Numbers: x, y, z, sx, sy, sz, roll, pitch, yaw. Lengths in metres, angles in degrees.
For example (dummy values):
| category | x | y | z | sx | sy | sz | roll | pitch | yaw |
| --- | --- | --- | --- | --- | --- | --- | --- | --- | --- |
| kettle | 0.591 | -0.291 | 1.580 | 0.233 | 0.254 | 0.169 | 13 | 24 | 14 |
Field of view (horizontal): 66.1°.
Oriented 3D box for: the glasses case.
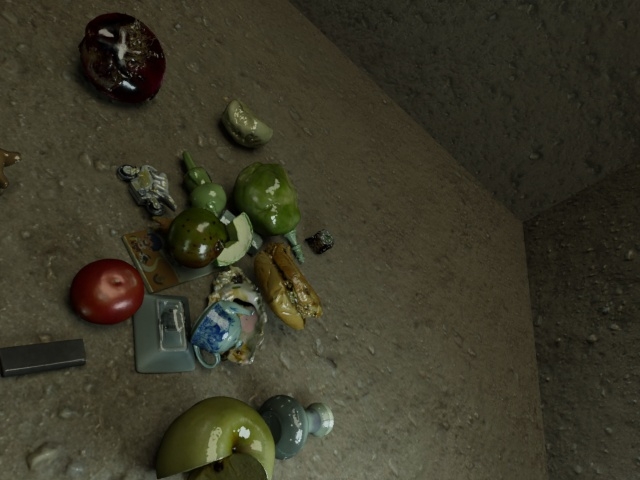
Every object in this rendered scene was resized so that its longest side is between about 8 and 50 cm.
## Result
| category | x | y | z | sx | sy | sz | roll | pitch | yaw |
| --- | --- | --- | --- | --- | --- | --- | --- | --- | --- |
| glasses case | -0.688 | 0.290 | 1.223 | 0.190 | 0.042 | 0.072 | 1 | 54 | -44 |

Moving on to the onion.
| category | x | y | z | sx | sy | sz | roll | pitch | yaw |
| --- | --- | --- | --- | --- | --- | --- | --- | --- | --- |
| onion | -0.709 | -0.643 | 1.767 | 0.314 | 0.232 | 0.314 | 4 | 84 | -45 |

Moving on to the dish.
| category | x | y | z | sx | sy | sz | roll | pitch | yaw |
| --- | --- | --- | --- | --- | --- | --- | --- | --- | --- |
| dish | -0.449 | 0.260 | 1.451 | 0.182 | 0.080 | 0.243 | 9 | 55 | -40 |

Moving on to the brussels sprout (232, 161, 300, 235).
| category | x | y | z | sx | sy | sz | roll | pitch | yaw |
| --- | --- | --- | --- | --- | --- | --- | --- | --- | --- |
| brussels sprout | -0.200 | -0.168 | 1.881 | 0.273 | 0.242 | 0.317 | 37 | 34 | -30 |

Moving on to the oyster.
| category | x | y | z | sx | sy | sz | roll | pitch | yaw |
| --- | --- | --- | --- | --- | --- | --- | --- | --- | --- |
| oyster | -0.276 | 0.248 | 1.625 | 0.201 | 0.107 | 0.354 | 5 | 60 | -4 |

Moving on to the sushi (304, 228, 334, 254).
| category | x | y | z | sx | sy | sz | roll | pitch | yaw |
| --- | --- | --- | --- | --- | --- | --- | --- | --- | --- |
| sushi | 0.001 | 0.001 | 2.080 | 0.098 | 0.084 | 0.094 | 51 | 37 | -7 |

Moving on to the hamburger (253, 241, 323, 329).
| category | x | y | z | sx | sy | sz | roll | pitch | yaw |
| --- | --- | --- | --- | --- | --- | --- | --- | --- | --- |
| hamburger | -0.113 | 0.162 | 1.721 | 0.319 | 0.158 | 0.318 | 62 | 0 | -1 |

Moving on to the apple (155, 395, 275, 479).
| category | x | y | z | sx | sy | sz | roll | pitch | yaw |
| --- | --- | --- | --- | --- | --- | --- | --- | --- | --- |
| apple | -0.268 | 0.539 | 1.282 | 0.295 | 0.258 | 0.233 | 36 | 41 | -25 |

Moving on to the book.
| category | x | y | z | sx | sy | sz | roll | pitch | yaw |
| --- | --- | --- | --- | --- | --- | --- | --- | --- | --- |
| book | -0.479 | 0.043 | 1.629 | 0.295 | 0.020 | 0.208 | -20 | 76 | -50 |

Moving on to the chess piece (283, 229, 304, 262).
| category | x | y | z | sx | sy | sz | roll | pitch | yaw |
| --- | --- | --- | --- | --- | --- | --- | --- | --- | --- |
| chess piece | -0.099 | 0.022 | 1.992 | 0.059 | 0.059 | 0.149 | -20 | 82 | -50 |

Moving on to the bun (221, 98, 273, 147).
| category | x | y | z | sx | sy | sz | roll | pitch | yaw |
| --- | --- | --- | --- | --- | --- | --- | --- | --- | --- |
| bun | -0.320 | -0.485 | 2.088 | 0.229 | 0.145 | 0.229 | 39 | 7 | -6 |

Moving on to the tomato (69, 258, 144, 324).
| category | x | y | z | sx | sy | sz | roll | pitch | yaw |
| --- | --- | --- | --- | --- | --- | --- | --- | --- | --- |
| tomato | -0.584 | 0.139 | 1.361 | 0.195 | 0.136 | 0.195 | 25 | 48 | -30 |

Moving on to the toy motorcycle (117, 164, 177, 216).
| category | x | y | z | sx | sy | sz | roll | pitch | yaw |
| --- | --- | --- | --- | --- | --- | --- | --- | --- | --- |
| toy motorcycle | -0.572 | -0.180 | 1.662 | 0.229 | 0.074 | 0.151 | 48 | 44 | 9 |

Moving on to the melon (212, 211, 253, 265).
| category | x | y | z | sx | sy | sz | roll | pitch | yaw |
| --- | --- | --- | --- | --- | --- | --- | --- | --- | --- |
| melon | -0.311 | 0.008 | 1.723 | 0.118 | 0.064 | 0.209 | 51 | 56 | -14 |

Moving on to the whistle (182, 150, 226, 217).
| category | x | y | z | sx | sy | sz | roll | pitch | yaw |
| --- | --- | --- | --- | --- | --- | --- | --- | --- | --- |
| whistle | -0.446 | -0.192 | 1.777 | 0.294 | 0.141 | 0.141 | 46 | 36 | 22 |

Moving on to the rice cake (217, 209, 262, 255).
| category | x | y | z | sx | sy | sz | roll | pitch | yaw |
| --- | --- | --- | --- | --- | --- | --- | --- | --- | --- |
| rice cake | -0.303 | -0.032 | 1.820 | 0.206 | 0.063 | 0.069 | 42 | 46 | -14 |

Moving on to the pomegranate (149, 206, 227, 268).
| category | x | y | z | sx | sy | sz | roll | pitch | yaw |
| --- | --- | --- | --- | --- | --- | --- | --- | --- | --- |
| pomegranate | -0.424 | -0.017 | 1.570 | 0.246 | 0.198 | 0.198 | 21 | 48 | -16 |

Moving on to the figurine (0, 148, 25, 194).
| category | x | y | z | sx | sy | sz | roll | pitch | yaw |
| --- | --- | --- | --- | --- | --- | --- | --- | --- | --- |
| figurine | -0.911 | -0.160 | 1.231 | 0.247 | 0.177 | 0.173 | 23 | 29 | -41 |

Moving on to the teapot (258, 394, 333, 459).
| category | x | y | z | sx | sy | sz | roll | pitch | yaw |
| --- | --- | --- | --- | --- | --- | --- | --- | --- | --- |
| teapot | -0.074 | 0.571 | 1.532 | 0.251 | 0.183 | 0.183 | 17 | 50 | -52 |

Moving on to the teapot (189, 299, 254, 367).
| category | x | y | z | sx | sy | sz | roll | pitch | yaw |
| --- | --- | --- | --- | --- | --- | --- | --- | --- | --- |
| teapot | -0.298 | 0.276 | 1.472 | 0.159 | 0.232 | 0.159 | 33 | 8 | -5 |
